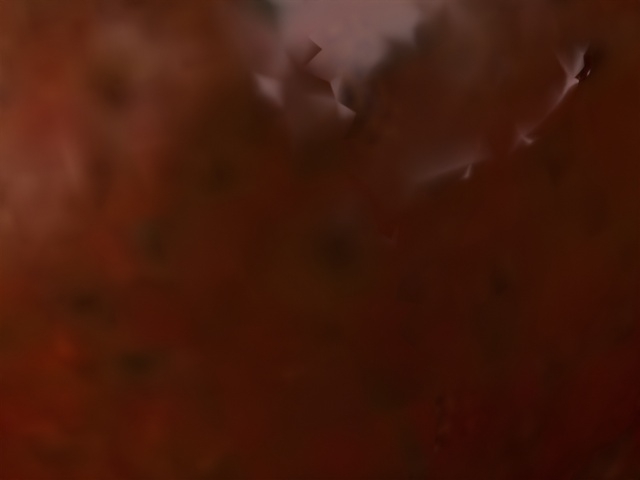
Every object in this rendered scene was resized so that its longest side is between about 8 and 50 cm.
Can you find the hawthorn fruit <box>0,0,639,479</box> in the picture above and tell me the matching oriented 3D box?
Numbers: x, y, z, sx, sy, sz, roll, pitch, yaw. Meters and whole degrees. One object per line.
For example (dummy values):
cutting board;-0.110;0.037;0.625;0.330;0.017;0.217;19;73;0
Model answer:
hawthorn fruit;0.000;0.000;0.449;0.300;0.254;0.254;49;63;-18
